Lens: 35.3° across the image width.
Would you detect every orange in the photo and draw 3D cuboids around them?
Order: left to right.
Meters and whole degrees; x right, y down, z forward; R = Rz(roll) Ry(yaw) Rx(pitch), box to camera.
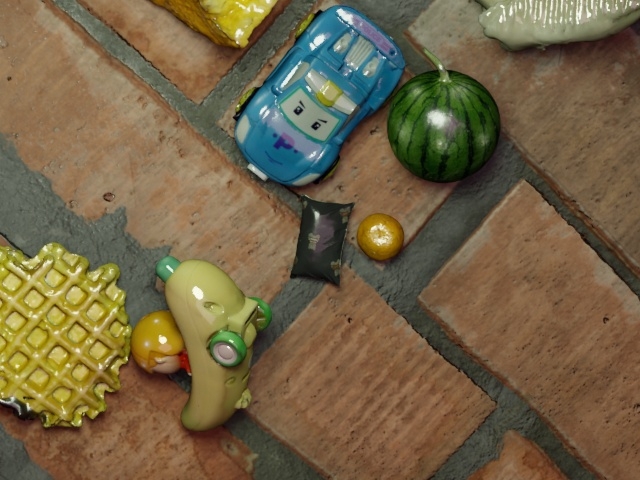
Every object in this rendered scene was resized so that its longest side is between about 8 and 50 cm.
[{"bbox_3d":[0.103,-0.006,1.731,0.083,0.070,0.083,0,93,-1],"label":"orange"}]

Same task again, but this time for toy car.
[{"bbox_3d":[-0.002,-0.227,1.632,0.198,0.166,0.314,40,88,-11],"label":"toy car"}]

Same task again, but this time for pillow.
[{"bbox_3d":[0.000,0.000,1.719,0.091,0.048,0.150,8,98,-16],"label":"pillow"}]

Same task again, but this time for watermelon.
[{"bbox_3d":[0.204,-0.197,1.659,0.188,0.188,0.214,-8,134,-12],"label":"watermelon"}]

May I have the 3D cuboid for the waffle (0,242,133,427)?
[{"bbox_3d":[-0.460,0.154,1.629,0.312,0.060,0.307,7,94,-14],"label":"waffle"}]

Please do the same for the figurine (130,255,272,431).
[{"bbox_3d":[-0.208,0.175,1.630,0.222,0.124,0.324,16,124,11],"label":"figurine"}]

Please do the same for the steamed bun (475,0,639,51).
[{"bbox_3d":[0.395,-0.462,1.669,0.324,0.219,0.309,-21,87,15],"label":"steamed bun"}]

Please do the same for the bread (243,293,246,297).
[{"bbox_3d":[-0.160,0.116,1.695,0.085,0.053,0.085,2,102,8],"label":"bread"}]

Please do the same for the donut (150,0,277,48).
[{"bbox_3d":[-0.227,-0.493,1.426,0.378,0.435,0.163,36,77,16],"label":"donut"}]
